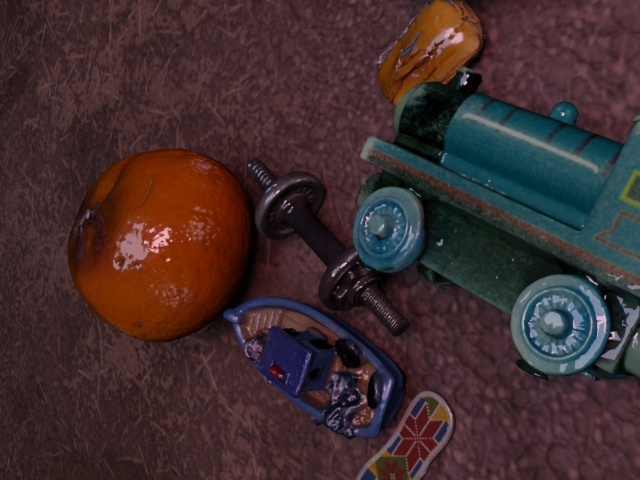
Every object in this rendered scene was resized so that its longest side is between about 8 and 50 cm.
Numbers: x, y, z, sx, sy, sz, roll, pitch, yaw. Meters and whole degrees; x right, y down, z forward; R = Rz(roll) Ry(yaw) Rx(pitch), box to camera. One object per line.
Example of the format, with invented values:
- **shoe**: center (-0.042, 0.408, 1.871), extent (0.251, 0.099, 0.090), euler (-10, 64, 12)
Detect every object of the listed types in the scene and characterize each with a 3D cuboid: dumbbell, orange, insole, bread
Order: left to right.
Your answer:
- **orange**: center (-0.176, -0.001, 0.845), extent (0.224, 0.170, 0.224), euler (-27, 54, 45)
- **dumbbell**: center (0.000, 0.000, 0.753), extent (0.254, 0.082, 0.081), euler (48, 120, 33)
- **insole**: center (0.070, 0.222, 0.730), extent (0.065, 0.006, 0.193), euler (44, 118, 35)
- **bread**: center (0.095, -0.166, 0.687), extent (0.106, 0.053, 0.072), euler (-45, 56, 39)

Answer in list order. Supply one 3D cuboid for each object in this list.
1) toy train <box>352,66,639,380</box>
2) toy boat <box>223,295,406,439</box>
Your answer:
- **toy train**: center (0.156, -0.022, 0.588), extent (0.298, 0.120, 0.194), euler (32, 103, 39)
- **toy boat**: center (-0.019, 0.116, 0.756), extent (0.223, 0.097, 0.100), euler (26, 103, 40)
